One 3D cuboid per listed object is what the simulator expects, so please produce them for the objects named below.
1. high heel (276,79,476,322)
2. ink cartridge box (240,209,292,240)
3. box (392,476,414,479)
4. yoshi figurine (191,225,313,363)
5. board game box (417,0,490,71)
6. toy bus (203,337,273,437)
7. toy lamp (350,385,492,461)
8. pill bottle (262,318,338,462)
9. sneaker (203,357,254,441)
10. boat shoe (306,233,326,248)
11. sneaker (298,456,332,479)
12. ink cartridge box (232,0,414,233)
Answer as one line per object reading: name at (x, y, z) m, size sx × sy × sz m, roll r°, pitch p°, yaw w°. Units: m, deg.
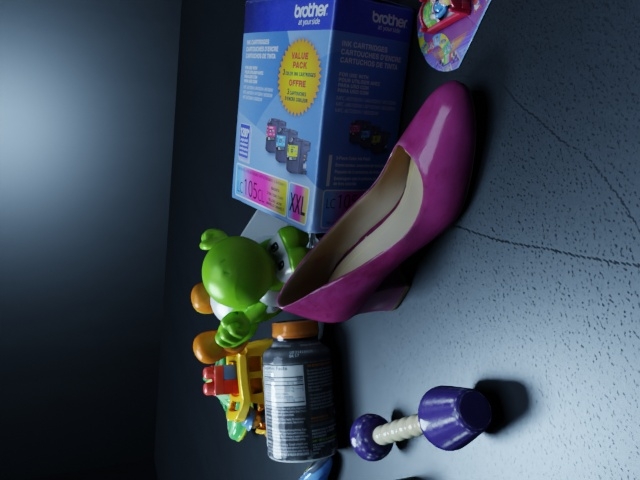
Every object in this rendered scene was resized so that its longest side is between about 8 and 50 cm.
high heel at (0.066, -0.032, 0.751) m, size 0.127 × 0.181 × 0.377 m, roll -121°, pitch 37°, yaw -48°
ink cartridge box at (-0.118, 0.022, 1.177) m, size 0.172 × 0.100 × 0.237 m, roll -62°, pitch 5°, yaw -36°
box at (0.097, 0.455, 0.826) m, size 0.147 × 0.078 × 0.180 m, roll 122°, pitch 141°, yaw -49°
yoshi figurine at (-0.148, 0.081, 0.966) m, size 0.203 × 0.203 × 0.362 m, roll -52°, pitch 5°, yaw -40°
board game box at (0.156, -0.303, 0.726) m, size 0.168 × 0.033 × 0.133 m, roll 112°, pitch 147°, yaw -40°
toy bus at (-0.137, 0.313, 1.188) m, size 0.149 × 0.212 × 0.220 m, roll 154°, pitch 111°, yaw -62°
toy lamp at (0.127, 0.244, 0.760) m, size 0.274 × 0.080 × 0.080 m, roll 131°, pitch 133°, yaw -60°
pill bottle at (-0.039, 0.270, 1.064) m, size 0.130 × 0.131 × 0.245 m, roll 161°, pitch 107°, yaw -65°
sneaker at (-0.254, 0.393, 1.557) m, size 0.109 × 0.124 × 0.295 m, roll 133°, pitch 131°, yaw -57°
boat shoe at (0.000, 0.000, 1.068) m, size 0.040 × 0.049 × 0.142 m, roll -176°, pitch 88°, yaw -66°
sneaker at (-0.011, 0.486, 1.106) m, size 0.082 × 0.069 × 0.209 m, roll 39°, pitch 123°, yaw 19°
ink cartridge box at (-0.008, -0.233, 0.909) m, size 0.270 × 0.151 × 0.395 m, roll 24°, pitch 112°, yaw 52°
